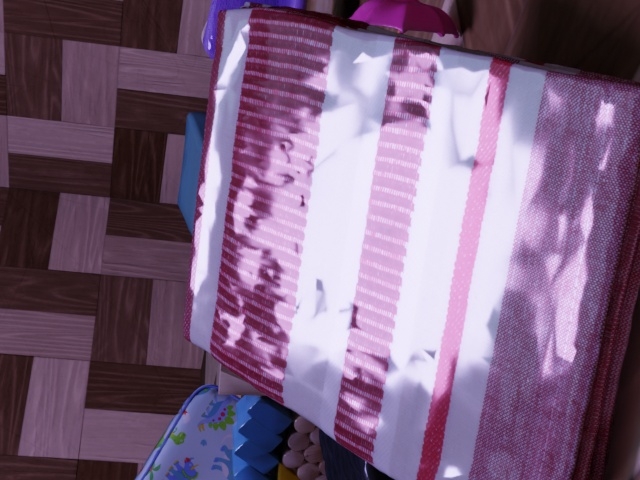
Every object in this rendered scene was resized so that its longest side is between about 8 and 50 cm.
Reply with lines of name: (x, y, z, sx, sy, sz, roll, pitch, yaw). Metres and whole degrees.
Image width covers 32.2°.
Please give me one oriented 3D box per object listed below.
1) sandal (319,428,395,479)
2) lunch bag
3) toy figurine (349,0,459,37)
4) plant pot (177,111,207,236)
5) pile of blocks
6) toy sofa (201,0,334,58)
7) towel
sandal: (0.061, 0.116, 0.734, 0.167, 0.107, 0.446, 140, 122, -75)
lunch bag: (-0.136, 0.309, 1.395, 0.219, 0.176, 0.090, -60, 3, -20)
toy figurine: (0.054, -0.114, 0.878, 0.173, 0.130, 0.159, 65, 147, 27)
plant pot: (-0.113, -0.069, 1.681, 0.234, 0.165, 0.165, -116, 32, -57)
pile of blocks: (-0.027, 0.128, 1.048, 0.113, 0.149, 0.362, -104, 21, -63)
toy sofa: (-0.039, -0.382, 1.333, 0.150, 0.177, 0.363, -138, 55, -79)
towel: (0.034, 0.004, 0.613, 0.329, 0.037, 0.237, 24, 111, 47)
